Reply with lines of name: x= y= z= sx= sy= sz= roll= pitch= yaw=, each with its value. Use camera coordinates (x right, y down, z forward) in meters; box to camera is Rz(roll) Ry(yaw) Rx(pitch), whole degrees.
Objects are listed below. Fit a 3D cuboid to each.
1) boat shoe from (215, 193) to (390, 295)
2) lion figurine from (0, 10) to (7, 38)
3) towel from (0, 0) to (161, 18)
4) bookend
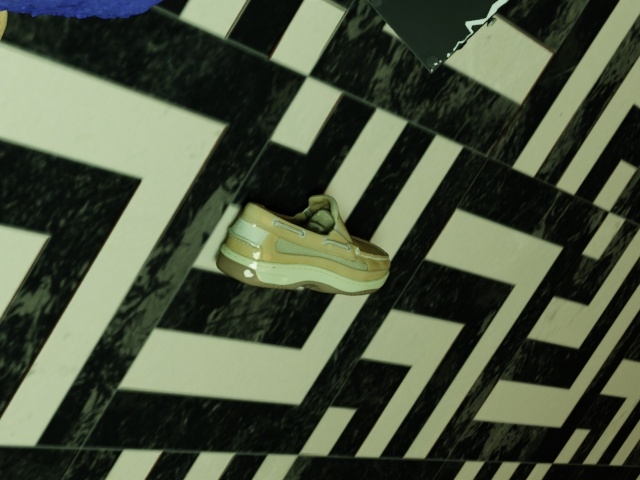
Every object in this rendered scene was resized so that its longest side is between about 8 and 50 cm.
boat shoe: x=0.000 y=0.000 z=1.244 sx=0.190 sy=0.068 sz=0.072 roll=3 pitch=108 yaw=-56
lion figurine: x=-0.108 y=-0.222 z=0.723 sx=0.392 sy=0.142 sz=0.240 roll=-27 pitch=146 yaw=-26
towel: x=-0.127 y=-0.181 z=0.541 sx=0.308 sy=0.076 sz=0.228 roll=-1 pitch=141 yaw=-51
bookend: x=0.132 y=-0.201 z=1.172 sx=0.157 sy=0.072 sz=0.156 roll=-42 pitch=172 yaw=16
